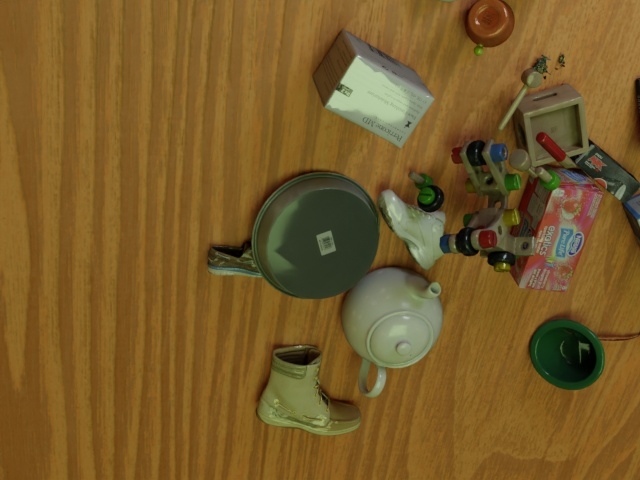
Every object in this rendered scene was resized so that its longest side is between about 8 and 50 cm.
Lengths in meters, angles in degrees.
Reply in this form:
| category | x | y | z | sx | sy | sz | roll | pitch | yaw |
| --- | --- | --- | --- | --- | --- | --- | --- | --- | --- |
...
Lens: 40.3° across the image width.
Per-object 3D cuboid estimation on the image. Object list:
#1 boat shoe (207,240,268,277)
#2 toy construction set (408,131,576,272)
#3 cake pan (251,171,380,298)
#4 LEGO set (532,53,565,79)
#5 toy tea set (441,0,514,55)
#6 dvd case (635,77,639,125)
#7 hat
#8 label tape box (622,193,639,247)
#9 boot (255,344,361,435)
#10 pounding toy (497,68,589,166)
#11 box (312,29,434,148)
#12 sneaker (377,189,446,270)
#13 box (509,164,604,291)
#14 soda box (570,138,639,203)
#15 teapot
| category | x | y | z | sx | sy | sz | roll | pitch | yaw |
| --- | --- | --- | --- | --- | --- | --- | --- | --- | --- |
| boat shoe | -0.156 | 0.039 | 1.906 | 0.183 | 0.066 | 0.066 | -2 | 118 | -7 |
| toy construction set | 0.390 | -0.076 | 1.805 | 0.309 | 0.257 | 0.237 | -32 | 140 | 27 |
| cake pan | 0.000 | 0.000 | 1.875 | 0.293 | 0.054 | 0.293 | -7 | 111 | -17 |
| LEGO set | 0.463 | -0.360 | 1.796 | 0.083 | 0.023 | 0.054 | -7 | 123 | -19 |
| toy tea set | 0.372 | -0.515 | 1.661 | 0.336 | 0.124 | 0.200 | -33 | 89 | 15 |
| dvd case | 0.796 | -0.274 | 1.851 | 0.239 | 0.029 | 0.179 | -10 | 101 | -2 |
| hat | 0.648 | 0.270 | 2.177 | 0.209 | 0.184 | 0.172 | 29 | 111 | 23 |
| label tape box | 0.870 | 0.010 | 1.995 | 0.241 | 0.106 | 0.333 | -28 | 114 | 8 |
| boot | -0.009 | 0.357 | 2.096 | 0.262 | 0.095 | 0.203 | 11 | 116 | -9 |
| pounding toy | 0.440 | -0.266 | 1.800 | 0.181 | 0.094 | 0.206 | -16 | 120 | 1 |
| box | 0.098 | -0.294 | 1.685 | 0.181 | 0.182 | 0.119 | 25 | 113 | -21 |
| sneaker | 0.211 | -0.044 | 1.909 | 0.115 | 0.090 | 0.232 | -37 | 127 | 5 |
| box | 0.508 | -0.027 | 1.927 | 0.123 | 0.128 | 0.256 | 7 | 118 | -11 |
| soda box | 0.624 | -0.154 | 1.914 | 0.169 | 0.053 | 0.060 | 33 | 110 | -23 |
| teapot | 0.167 | 0.200 | 1.975 | 0.253 | 0.187 | 0.256 | -20 | 121 | 4 |
